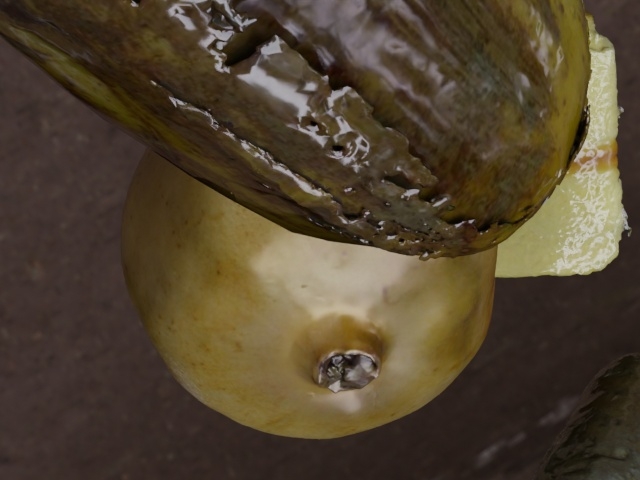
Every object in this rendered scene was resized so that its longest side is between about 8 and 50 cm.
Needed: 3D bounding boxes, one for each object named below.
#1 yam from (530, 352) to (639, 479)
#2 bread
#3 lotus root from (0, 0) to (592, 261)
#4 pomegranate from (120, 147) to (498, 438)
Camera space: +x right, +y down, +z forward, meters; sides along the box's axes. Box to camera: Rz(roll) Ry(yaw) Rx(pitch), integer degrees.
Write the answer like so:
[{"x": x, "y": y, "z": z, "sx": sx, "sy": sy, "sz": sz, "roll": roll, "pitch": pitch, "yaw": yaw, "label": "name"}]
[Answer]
[{"x": 0.226, "y": 0.205, "z": 1.304, "sx": 0.133, "sy": 0.133, "sz": 0.330, "roll": -48, "pitch": 175, "yaw": 32, "label": "yam"}, {"x": 0.208, "y": -0.124, "z": 1.613, "sx": 0.236, "sy": 0.198, "sz": 0.263, "roll": -64, "pitch": 153, "yaw": -58, "label": "bread"}, {"x": -0.035, "y": -0.130, "z": 0.668, "sx": 0.397, "sy": 0.179, "sz": 0.196, "roll": 35, "pitch": 69, "yaw": -36, "label": "lotus root"}, {"x": -0.002, "y": -0.003, "z": 0.952, "sx": 0.233, "sy": 0.233, "sz": 0.233, "roll": -28, "pitch": 157, "yaw": -13, "label": "pomegranate"}]
